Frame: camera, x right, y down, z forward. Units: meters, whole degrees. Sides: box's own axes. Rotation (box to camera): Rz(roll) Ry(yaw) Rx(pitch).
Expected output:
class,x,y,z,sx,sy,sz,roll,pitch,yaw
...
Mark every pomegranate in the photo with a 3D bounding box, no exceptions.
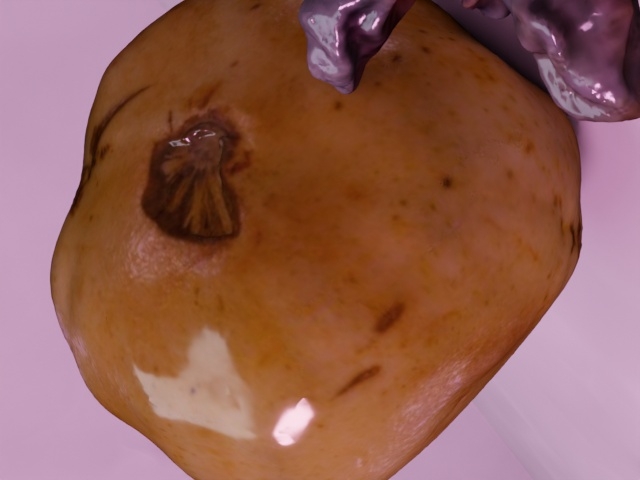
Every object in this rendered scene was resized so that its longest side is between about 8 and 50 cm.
class,x,y,z,sx,sy,sz,roll,pitch,yaw
pomegranate,0.000,0.000,0.554,0.332,0.332,0.332,49,177,4

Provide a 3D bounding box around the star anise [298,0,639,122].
class,x,y,z,sx,sy,sz,roll,pitch,yaw
star anise,0.021,-0.150,0.294,0.283,0.129,0.212,61,179,-9
